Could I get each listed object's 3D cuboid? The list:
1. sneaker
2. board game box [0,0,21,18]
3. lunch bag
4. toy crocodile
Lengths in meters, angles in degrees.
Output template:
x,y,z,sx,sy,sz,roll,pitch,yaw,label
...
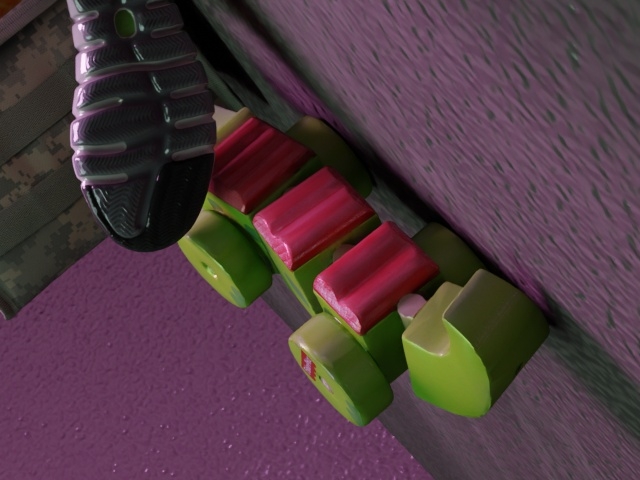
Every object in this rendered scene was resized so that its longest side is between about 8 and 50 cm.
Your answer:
x,y,z,sx,sy,sz,roll,pitch,yaw,label
-0.109,-0.113,1.055,0.132,0.086,0.228,-101,5,-80,sneaker
-0.277,-0.209,0.531,0.356,0.356,0.356,52,174,-29,board game box
-0.225,-0.135,1.200,0.287,0.235,0.169,52,179,-29,lunch bag
0.000,0.000,1.018,0.340,0.115,0.105,41,164,43,toy crocodile
